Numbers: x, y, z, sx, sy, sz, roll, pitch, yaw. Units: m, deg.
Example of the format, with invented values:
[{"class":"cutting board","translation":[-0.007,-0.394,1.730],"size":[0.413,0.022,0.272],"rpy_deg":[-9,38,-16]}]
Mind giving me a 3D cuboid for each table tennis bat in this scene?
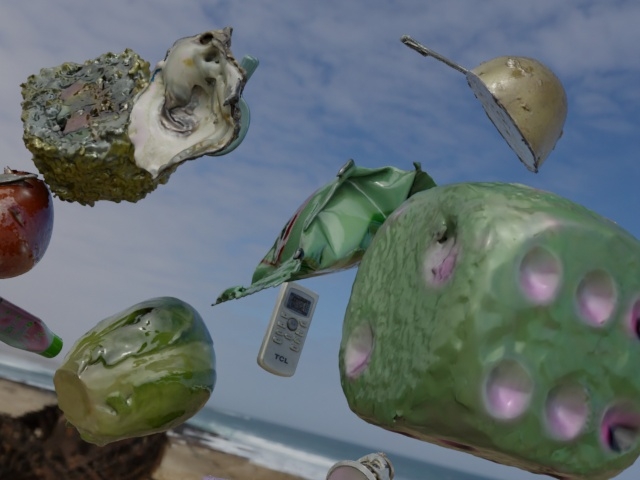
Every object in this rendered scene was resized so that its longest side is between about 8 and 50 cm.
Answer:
[{"class":"table tennis bat","translation":[-0.209,-0.301,1.762],"size":[0.153,0.244,0.040],"rpy_deg":[30,2,17]}]

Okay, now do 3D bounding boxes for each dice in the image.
[{"class":"dice","translation":[0.233,0.120,1.030],"size":[0.322,0.318,0.330],"rpy_deg":[21,-13,-20]}]

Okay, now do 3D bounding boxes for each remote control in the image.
[{"class":"remote control","translation":[-0.066,0.180,1.611],"size":[0.087,0.190,0.029],"rpy_deg":[29,-22,-26]}]

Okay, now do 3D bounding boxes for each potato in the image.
[{"class":"potato","translation":[0.334,-0.219,1.275],"size":[0.202,0.117,0.182],"rpy_deg":[53,5,-10]}]

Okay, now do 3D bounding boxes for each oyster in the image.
[{"class":"oyster","translation":[-0.193,-0.198,1.183],"size":[0.223,0.214,0.083],"rpy_deg":[-31,-33,15]}]

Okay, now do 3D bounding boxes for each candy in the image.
[{"class":"candy","translation":[0.003,0.006,1.435],"size":[0.172,0.398,0.263],"rpy_deg":[52,-31,2]}]

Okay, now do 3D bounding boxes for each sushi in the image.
[{"class":"sushi","translation":[-0.505,-0.268,1.885],"size":[0.351,0.396,0.240],"rpy_deg":[-19,-43,-4]}]

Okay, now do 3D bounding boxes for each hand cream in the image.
[{"class":"hand cream","translation":[-0.598,0.162,1.525],"size":[0.050,0.079,0.275],"rpy_deg":[19,-18,29]}]

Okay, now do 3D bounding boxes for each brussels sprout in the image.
[{"class":"brussels sprout","translation":[-0.389,0.274,1.736],"size":[0.314,0.276,0.371],"rpy_deg":[-7,14,25]}]

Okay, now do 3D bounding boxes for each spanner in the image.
[{"class":"spanner","translation":[0.322,-0.481,2.106],"size":[0.093,0.026,0.325],"rpy_deg":[19,16,-46]}]

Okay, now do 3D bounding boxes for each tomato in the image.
[{"class":"tomato","translation":[-0.719,-0.005,1.823],"size":[0.170,0.309,0.309],"rpy_deg":[44,1,26]}]

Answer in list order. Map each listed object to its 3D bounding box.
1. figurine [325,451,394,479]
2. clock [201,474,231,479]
[{"class":"figurine","translation":[0.097,0.507,1.683],"size":[0.132,0.132,0.153],"rpy_deg":[7,10,29]},{"class":"clock","translation":[-0.237,0.644,1.664],"size":[0.090,0.248,0.227],"rpy_deg":[8,4,2]}]
